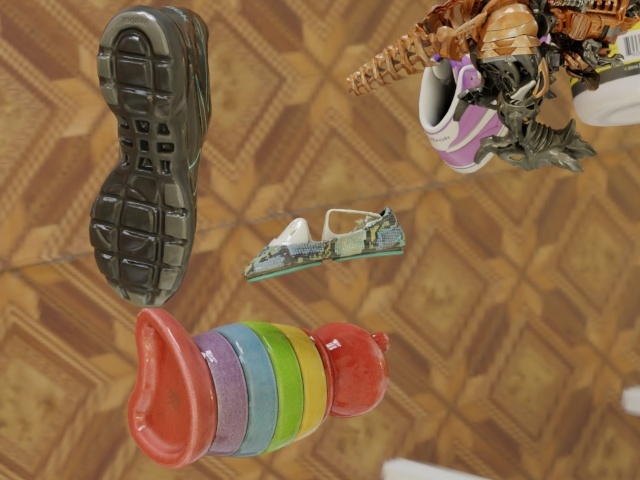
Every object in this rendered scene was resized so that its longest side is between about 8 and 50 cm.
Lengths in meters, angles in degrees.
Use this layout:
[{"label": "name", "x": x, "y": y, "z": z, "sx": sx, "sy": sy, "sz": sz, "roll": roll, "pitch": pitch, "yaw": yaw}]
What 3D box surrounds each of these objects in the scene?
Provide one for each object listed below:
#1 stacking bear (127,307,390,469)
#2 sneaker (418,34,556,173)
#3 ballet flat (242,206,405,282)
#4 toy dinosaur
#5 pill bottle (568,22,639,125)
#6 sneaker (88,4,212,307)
[{"label": "stacking bear", "x": -0.053, "y": 0.162, "z": 1.717, "sx": 0.289, "sy": 0.164, "sz": 0.175, "roll": -7, "pitch": 117, "yaw": -31}, {"label": "sneaker", "x": 0.222, "y": -0.242, "z": 1.988, "sx": 0.161, "sy": 0.102, "sz": 0.282, "roll": 41, "pitch": 70, "yaw": -52}, {"label": "ballet flat", "x": 0.000, "y": 0.000, "z": 1.658, "sx": 0.188, "sy": 0.070, "sz": 0.070, "roll": -11, "pitch": 101, "yaw": -16}, {"label": "toy dinosaur", "x": 0.194, "y": -0.199, "z": 1.486, "sx": 0.218, "sy": 0.322, "sz": 0.164, "roll": 77, "pitch": 19, "yaw": -44}, {"label": "pill bottle", "x": 0.383, "y": -0.322, "z": 1.856, "sx": 0.188, "sy": 0.188, "sz": 0.334, "roll": -2, "pitch": 81, "yaw": -37}, {"label": "sneaker", "x": -0.131, "y": -0.072, "z": 1.289, "sx": 0.106, "sy": 0.101, "sz": 0.267, "roll": -34, "pitch": 134, "yaw": -62}]
